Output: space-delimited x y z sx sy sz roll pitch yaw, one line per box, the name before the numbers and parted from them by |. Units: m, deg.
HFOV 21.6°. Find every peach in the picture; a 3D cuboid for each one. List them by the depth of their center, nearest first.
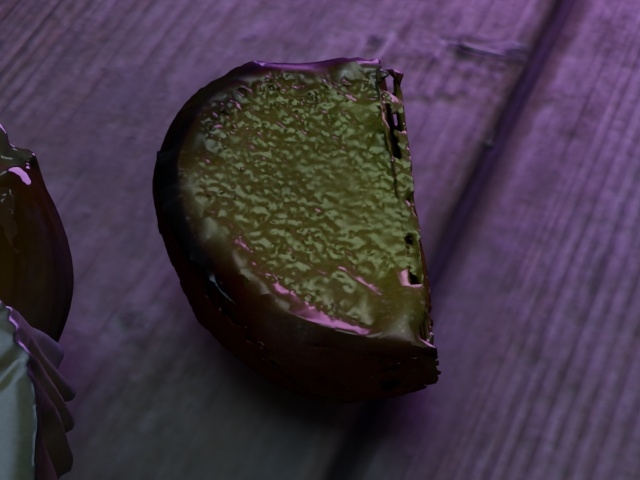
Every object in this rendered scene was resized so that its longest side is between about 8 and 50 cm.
peach | 0.001 0.003 0.724 0.127 0.092 0.172 -25 62 -16

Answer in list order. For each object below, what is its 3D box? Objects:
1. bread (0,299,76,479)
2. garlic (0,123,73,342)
bread | -0.178 0.121 0.571 0.192 0.110 0.210 -4 69 -2
garlic | -0.209 -0.019 0.706 0.191 0.214 0.160 -33 16 -1
